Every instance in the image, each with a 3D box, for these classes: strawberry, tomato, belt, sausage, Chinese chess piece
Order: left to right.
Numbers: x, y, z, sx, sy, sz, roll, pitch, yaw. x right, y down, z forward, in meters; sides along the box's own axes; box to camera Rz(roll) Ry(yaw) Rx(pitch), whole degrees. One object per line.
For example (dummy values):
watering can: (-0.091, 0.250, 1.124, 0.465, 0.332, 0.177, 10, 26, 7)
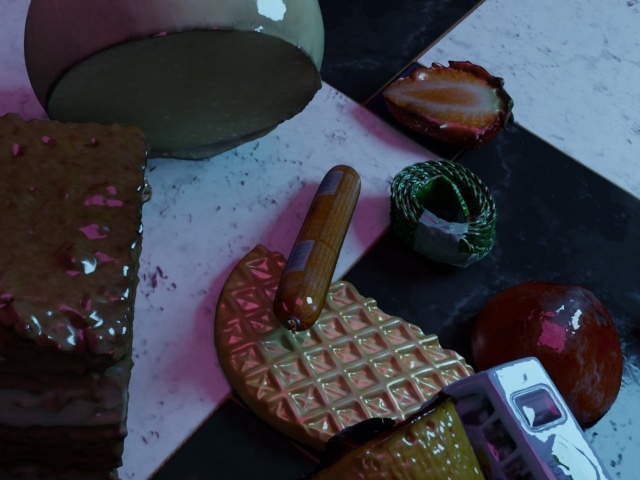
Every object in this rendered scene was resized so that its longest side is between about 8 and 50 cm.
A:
Chinese chess piece: (-0.162, -0.215, 1.165, 0.338, 0.338, 0.141, -4, 70, -21)
sausage: (0.000, 0.000, 1.173, 0.053, 0.053, 0.348, 20, 33, 0)
belt: (0.154, -0.028, 1.279, 0.121, 0.079, 0.151, -27, 50, -23)
strawberry: (0.173, -0.178, 1.410, 0.187, 0.082, 0.146, 5, 43, -5)
tomato: (0.272, 0.115, 1.170, 0.189, 0.099, 0.173, 18, 45, -4)

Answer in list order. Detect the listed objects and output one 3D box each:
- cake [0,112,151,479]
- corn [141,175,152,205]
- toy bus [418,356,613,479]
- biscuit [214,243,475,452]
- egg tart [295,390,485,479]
cake: (-0.289, 0.061, 0.913, 0.255, 0.290, 0.282, 8, 47, -12)
corn: (-0.324, -0.045, 1.126, 0.289, 0.098, 0.098, -14, 56, -27)
toy bus: (0.223, 0.267, 0.989, 0.109, 0.136, 0.330, -13, 60, -30)
biscuit: (0.011, 0.131, 1.115, 0.309, 0.040, 0.204, 30, 48, 10)
egg tart: (0.064, 0.246, 0.935, 0.215, 0.215, 0.171, -24, 76, -33)
